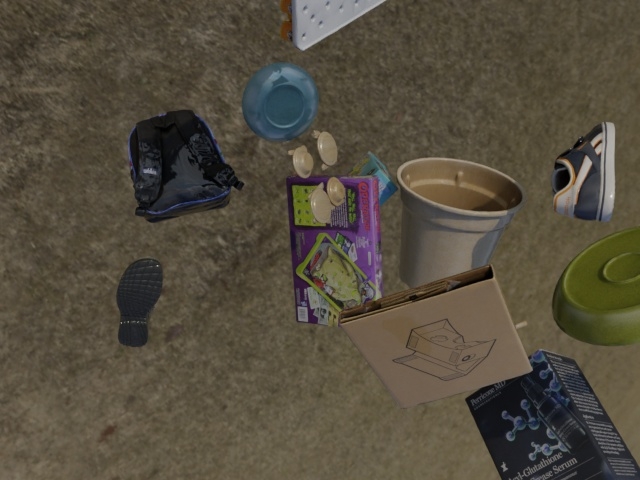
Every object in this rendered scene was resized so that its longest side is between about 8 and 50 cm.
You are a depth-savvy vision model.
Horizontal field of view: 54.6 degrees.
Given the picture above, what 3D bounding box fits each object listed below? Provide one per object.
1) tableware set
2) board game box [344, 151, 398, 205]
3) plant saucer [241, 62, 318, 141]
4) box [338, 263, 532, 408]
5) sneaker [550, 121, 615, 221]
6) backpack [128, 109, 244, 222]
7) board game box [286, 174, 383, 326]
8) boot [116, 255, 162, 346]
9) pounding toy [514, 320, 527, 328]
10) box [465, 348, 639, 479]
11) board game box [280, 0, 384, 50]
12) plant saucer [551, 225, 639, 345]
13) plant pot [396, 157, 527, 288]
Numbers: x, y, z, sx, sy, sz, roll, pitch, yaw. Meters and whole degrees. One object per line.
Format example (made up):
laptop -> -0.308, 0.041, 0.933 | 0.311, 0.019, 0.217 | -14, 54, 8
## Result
tableware set -> 0.002, -0.116, 1.134 | 0.141, 0.020, 0.169 | -34, 112, -54
board game box -> 0.090, -0.122, 1.806 | 0.254, 0.079, 0.336 | -44, -168, 11
plant saucer -> -0.090, -0.325, 1.489 | 0.194, 0.037, 0.195 | -9, 118, -18
box -> 0.133, 0.114, 0.680 | 0.164, 0.021, 0.201 | -19, 134, 15
sneaker -> 0.584, -0.166, 1.379 | 0.321, 0.127, 0.126 | -60, 147, -46
backpack -> -0.368, -0.192, 1.604 | 0.276, 0.264, 0.213 | -14, 171, -19
board game box -> 0.034, 0.027, 1.390 | 0.056, 0.208, 0.347 | -27, 118, -57
boot -> -0.383, 0.091, 1.308 | 0.083, 0.161, 0.247 | 10, 127, -17
pounding toy -> 0.310, 0.205, 1.171 | 0.141, 0.100, 0.130 | -28, 143, 33
box -> 0.648, 0.558, 1.745 | 0.211, 0.396, 0.293 | 20, 127, -40
board game box -> 0.067, -0.542, 0.936 | 0.390, 0.050, 0.390 | -42, 148, -34
plant saucer -> 0.436, 0.049, 0.871 | 0.241, 0.241, 0.037 | -40, 111, -13
plant pot -> 0.342, -0.018, 1.660 | 0.333, 0.333, 0.306 | -19, 129, -38
